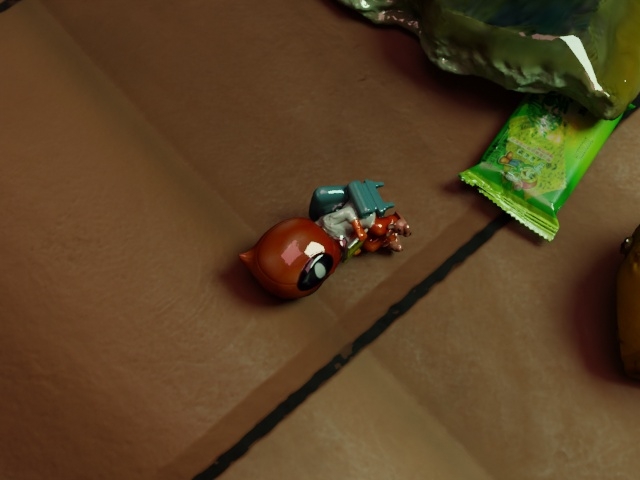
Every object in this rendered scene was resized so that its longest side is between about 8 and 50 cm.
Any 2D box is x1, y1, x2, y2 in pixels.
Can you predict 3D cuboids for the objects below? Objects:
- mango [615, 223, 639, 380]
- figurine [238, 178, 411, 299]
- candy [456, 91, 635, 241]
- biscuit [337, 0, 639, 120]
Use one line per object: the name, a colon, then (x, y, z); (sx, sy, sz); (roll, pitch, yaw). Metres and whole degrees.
mango: (0.362, 0.036, 0.700); (0.236, 0.136, 0.166); (14, 63, -2)
figurine: (0.000, 0.000, 0.739); (0.140, 0.068, 0.075); (-24, 71, -14)
candy: (0.215, -0.091, 0.806); (0.102, 0.032, 0.178); (33, 68, 14)
biscuit: (0.163, -0.252, 0.842); (0.335, 0.078, 0.329); (0, 56, 2)
